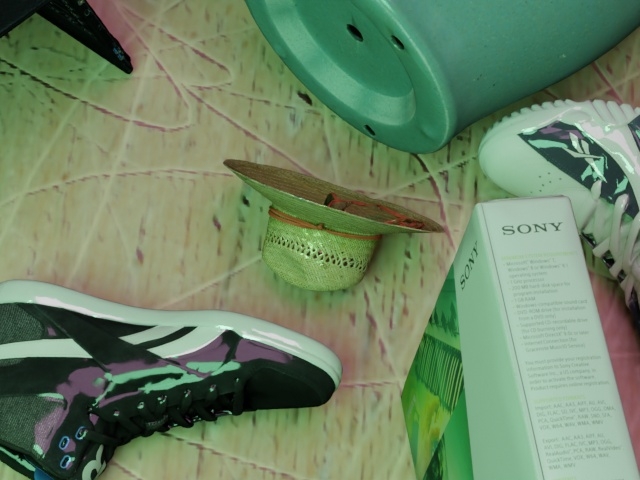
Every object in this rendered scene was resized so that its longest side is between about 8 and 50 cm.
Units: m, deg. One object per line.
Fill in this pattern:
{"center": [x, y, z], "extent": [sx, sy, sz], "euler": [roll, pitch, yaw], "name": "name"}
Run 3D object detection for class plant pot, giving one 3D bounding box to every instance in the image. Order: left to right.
{"center": [0.092, -0.203, 1.199], "extent": [0.272, 0.271, 0.255], "euler": [40, 72, 15], "name": "plant pot"}

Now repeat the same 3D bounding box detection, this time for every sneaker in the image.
{"center": [-0.103, 0.103, 1.090], "extent": [0.217, 0.079, 0.121], "euler": [9, 61, 7], "name": "sneaker"}
{"center": [0.204, 0.010, 1.171], "extent": [0.235, 0.094, 0.153], "euler": [22, 50, -6], "name": "sneaker"}

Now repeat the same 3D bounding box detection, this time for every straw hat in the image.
{"center": [0.000, 0.000, 1.164], "extent": [0.145, 0.144, 0.061], "euler": [18, 99, 3], "name": "straw hat"}

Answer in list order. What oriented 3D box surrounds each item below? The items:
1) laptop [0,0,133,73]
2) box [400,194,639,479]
{"center": [-0.268, -0.153, 1.142], "extent": [0.234, 0.264, 0.136], "euler": [35, 84, 12], "name": "laptop"}
{"center": [0.112, 0.171, 0.983], "extent": [0.059, 0.232, 0.322], "euler": [-2, 59, -11], "name": "box"}
